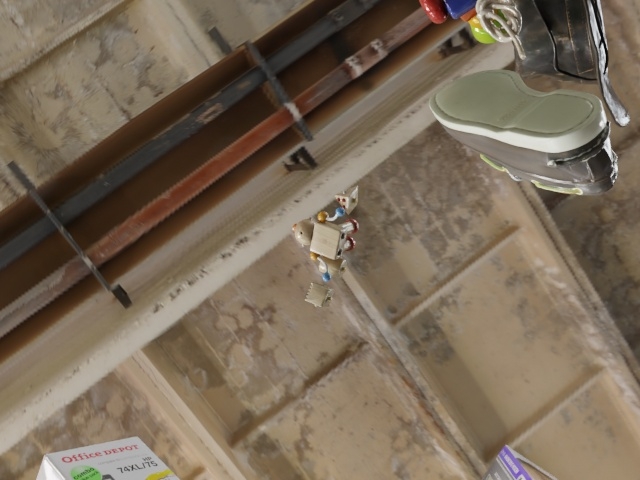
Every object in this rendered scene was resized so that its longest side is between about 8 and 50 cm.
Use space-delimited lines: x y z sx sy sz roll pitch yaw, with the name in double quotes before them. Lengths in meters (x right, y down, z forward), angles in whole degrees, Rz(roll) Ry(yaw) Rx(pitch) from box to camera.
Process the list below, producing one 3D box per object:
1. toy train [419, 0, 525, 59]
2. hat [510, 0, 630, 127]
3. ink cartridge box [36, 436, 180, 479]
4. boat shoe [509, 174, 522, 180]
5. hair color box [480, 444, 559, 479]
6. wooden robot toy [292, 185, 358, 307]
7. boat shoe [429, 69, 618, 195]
"toy train" 0.184 -0.269 0.947 0.105 0.143 0.248 -33 -115 16
"hat" 0.334 -0.294 1.167 0.134 0.331 0.331 -16 -76 23
"ink cartridge box" -0.332 0.492 1.353 0.198 0.270 0.197 2 -66 -51
"boat shoe" 0.390 -0.186 1.624 0.049 0.040 0.142 -7 -77 0
"hair color box" 0.383 0.433 1.117 0.339 0.185 0.110 32 -88 -1
"wooden robot toy" 0.000 0.000 1.124 0.079 0.076 0.173 19 -73 22
"boat shoe" 0.168 -0.095 0.713 0.081 0.228 0.068 -35 -63 -5
